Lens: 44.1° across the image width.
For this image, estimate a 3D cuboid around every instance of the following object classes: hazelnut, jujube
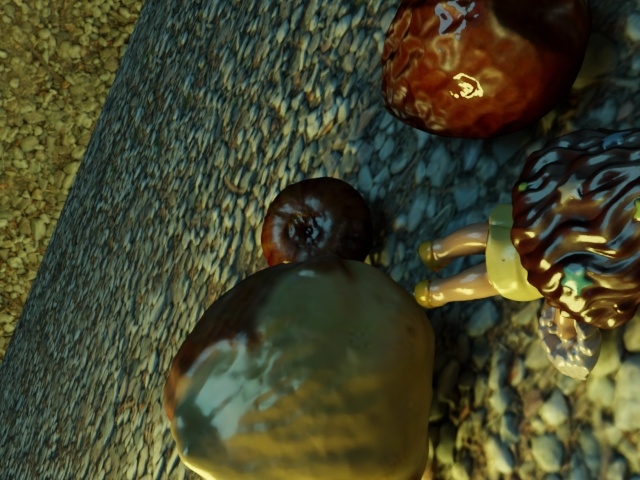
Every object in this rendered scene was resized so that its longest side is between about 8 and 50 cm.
[{"bbox_3d":[-0.022,0.146,0.689,0.261,0.241,0.261,-2,87,37],"label":"hazelnut"},{"bbox_3d":[0.133,-0.168,0.711,0.236,0.168,0.168,158,126,-72],"label":"jujube"}]

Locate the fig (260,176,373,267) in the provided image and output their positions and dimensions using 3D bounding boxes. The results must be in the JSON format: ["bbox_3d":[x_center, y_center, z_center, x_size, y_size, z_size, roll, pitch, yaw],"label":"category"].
[{"bbox_3d":[-0.006,0.004,0.874,0.150,0.128,0.128,101,165,-48],"label":"fig"}]

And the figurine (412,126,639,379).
[{"bbox_3d":[0.174,0.000,0.563,0.240,0.115,0.175,-30,48,50],"label":"figurine"}]
